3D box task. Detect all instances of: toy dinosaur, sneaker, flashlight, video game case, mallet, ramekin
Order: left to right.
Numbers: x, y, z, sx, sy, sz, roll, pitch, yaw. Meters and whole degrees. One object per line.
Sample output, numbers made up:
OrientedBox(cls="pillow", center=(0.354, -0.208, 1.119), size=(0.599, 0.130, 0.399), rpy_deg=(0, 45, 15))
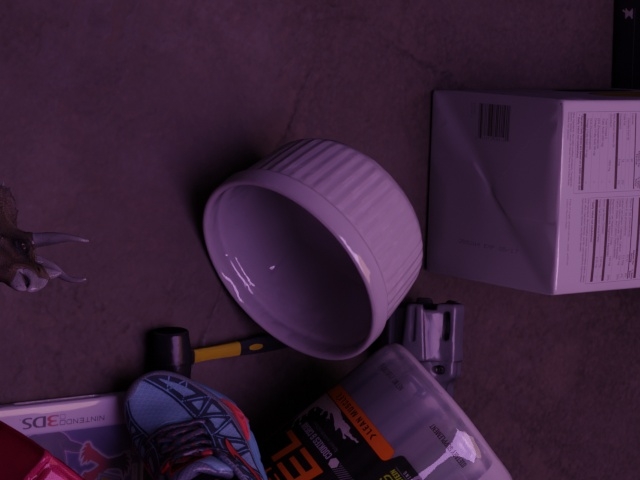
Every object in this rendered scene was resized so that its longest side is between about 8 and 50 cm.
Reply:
OrientedBox(cls="toy dinosaur", center=(-0.343, -0.065, 1.573), size=(0.160, 0.121, 0.313), rpy_deg=(-23, 79, -36))
OrientedBox(cls="video game case", center=(-0.246, 0.246, 1.741), size=(0.183, 0.023, 0.201), rpy_deg=(-3, 100, -37))
OrientedBox(cls="sneaker", center=(-0.098, 0.204, 1.675), size=(0.104, 0.262, 0.125), rpy_deg=(-37, 150, -4))
OrientedBox(cls="mallet", center=(-0.087, 0.116, 1.836), size=(0.189, 0.039, 0.062), rpy_deg=(2, 96, -42))
OrientedBox(cls="ramekin", center=(0.000, 0.000, 1.781), size=(0.109, 0.207, 0.207), rpy_deg=(-44, 121, -34))
OrientedBox(cls="flashlight", center=(0.091, 0.212, 1.953), size=(0.103, 0.103, 0.304), rpy_deg=(1, 93, -5))

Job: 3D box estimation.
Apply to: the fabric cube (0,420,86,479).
OrientedBox(cls="fabric cube", center=(-0.252, 0.317, 1.572), size=(0.258, 0.259, 0.254), rpy_deg=(43, 77, -26))

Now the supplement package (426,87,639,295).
OrientedBox(cls="supplement package", center=(0.276, -0.058, 1.978), size=(0.262, 0.199, 0.198), rpy_deg=(-4, 99, -37))

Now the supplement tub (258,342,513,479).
OrientedBox(cls="supplement tub", center=(0.010, 0.263, 1.797), size=(0.316, 0.193, 0.193), rpy_deg=(-40, 121, -3))

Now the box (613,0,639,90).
OrientedBox(cls="box", center=(0.489, -0.103, 2.065), size=(0.179, 0.312, 0.343), rpy_deg=(-6, 102, -37))
